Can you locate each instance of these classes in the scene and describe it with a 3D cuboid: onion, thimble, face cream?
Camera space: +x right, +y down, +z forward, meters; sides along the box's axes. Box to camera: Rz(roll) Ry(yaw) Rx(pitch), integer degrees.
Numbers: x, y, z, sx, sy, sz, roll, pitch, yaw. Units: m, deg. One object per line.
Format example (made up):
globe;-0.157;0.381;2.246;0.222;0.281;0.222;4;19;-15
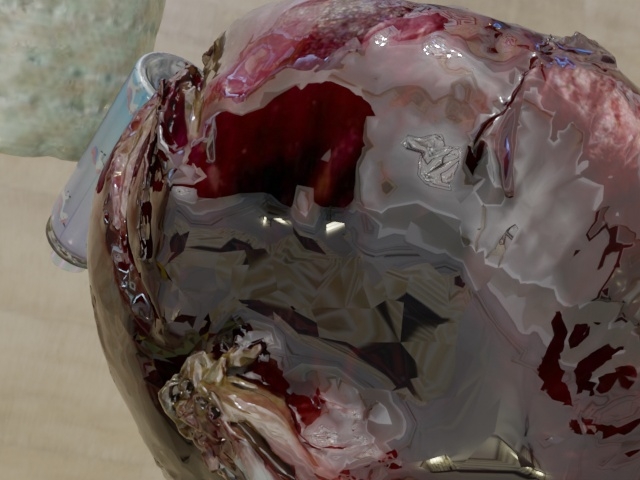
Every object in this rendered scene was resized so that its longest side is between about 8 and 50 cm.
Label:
onion;0.033;0.042;0.522;0.314;0.314;0.232;36;39;-1
thimble;-0.300;-0.191;1.116;0.291;0.291;0.195;12;98;-10
face cream;-0.168;-0.053;1.000;0.075;0.229;0.075;24;39;-21
